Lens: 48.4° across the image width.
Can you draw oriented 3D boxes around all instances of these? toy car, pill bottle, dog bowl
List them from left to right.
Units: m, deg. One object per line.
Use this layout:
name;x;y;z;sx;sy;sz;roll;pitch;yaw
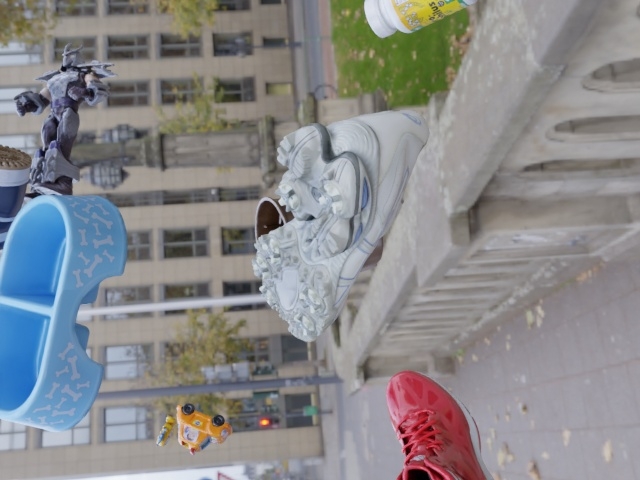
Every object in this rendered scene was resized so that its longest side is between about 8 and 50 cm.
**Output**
dog bowl;-0.331;0.082;0.867;0.074;0.165;0.297;17;-99;-53
toy car;-0.130;0.199;0.716;0.041;0.060;0.122;-67;9;-30
pill bottle;0.196;-0.482;1.405;0.117;0.208;0.118;29;-127;-47

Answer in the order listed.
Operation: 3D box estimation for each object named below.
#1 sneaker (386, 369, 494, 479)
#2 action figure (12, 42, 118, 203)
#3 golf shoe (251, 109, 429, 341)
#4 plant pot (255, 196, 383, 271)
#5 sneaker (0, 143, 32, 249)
sneaker;0.114;0.210;0.736;0.128;0.087;0.221;41;-169;-47
action figure;-0.429;-0.202;1.182;0.099;0.185;0.285;23;-115;-50
golf shoe;0.014;-0.004;0.407;0.069;0.086;0.176;51;149;17
plant pot;0.000;0.000;1.139;0.167;0.165;0.167;169;90;-67
sneaker;-0.519;-0.056;0.888;0.099;0.282;0.153;-118;41;-58
